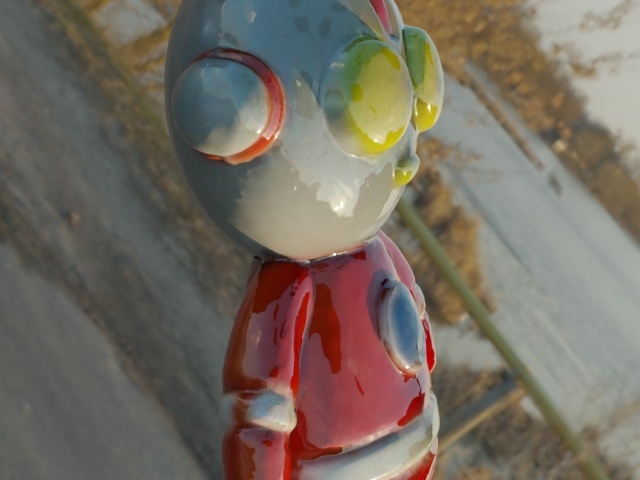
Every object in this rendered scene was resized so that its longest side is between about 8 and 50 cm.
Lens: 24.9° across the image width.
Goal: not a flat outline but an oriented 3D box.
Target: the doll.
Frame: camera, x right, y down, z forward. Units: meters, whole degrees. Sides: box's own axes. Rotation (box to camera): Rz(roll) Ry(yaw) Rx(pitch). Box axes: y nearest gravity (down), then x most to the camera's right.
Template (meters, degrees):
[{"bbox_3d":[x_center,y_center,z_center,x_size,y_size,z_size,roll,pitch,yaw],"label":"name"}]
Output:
[{"bbox_3d":[0.000,0.000,0.441,0.142,0.076,0.245,-29,116,-66],"label":"doll"}]
